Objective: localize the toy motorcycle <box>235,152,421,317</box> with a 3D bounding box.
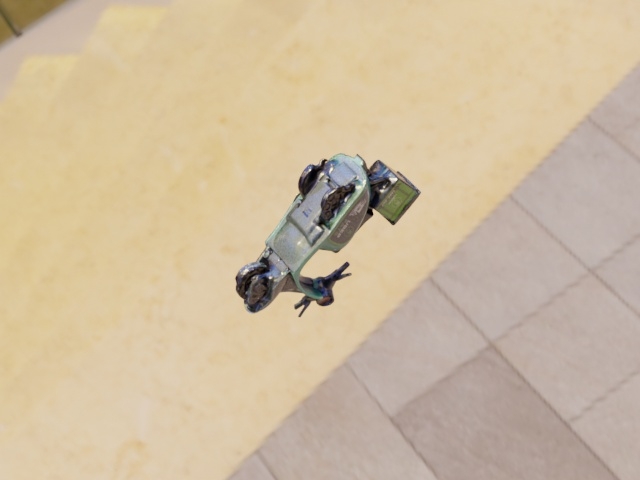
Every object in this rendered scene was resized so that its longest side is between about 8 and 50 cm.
[{"bbox_3d":[0.000,0.000,1.229,0.173,0.100,0.058,-51,45,8],"label":"toy motorcycle"}]
